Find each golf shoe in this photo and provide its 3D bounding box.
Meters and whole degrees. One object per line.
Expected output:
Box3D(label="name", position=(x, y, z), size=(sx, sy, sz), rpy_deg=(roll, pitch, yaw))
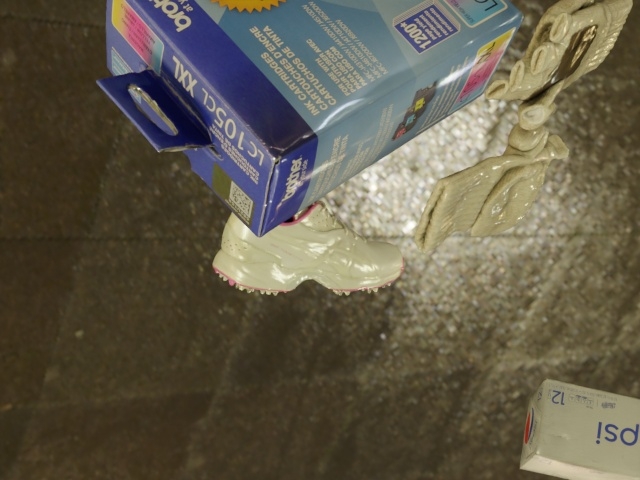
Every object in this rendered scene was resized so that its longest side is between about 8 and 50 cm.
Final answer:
Box3D(label="golf shoe", position=(0.000, 0.000, 1.595), size=(0.306, 0.115, 0.140), rpy_deg=(1, 106, -37))

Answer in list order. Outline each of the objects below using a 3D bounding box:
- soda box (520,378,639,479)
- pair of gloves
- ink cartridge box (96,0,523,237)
Box3D(label="soda box", position=(0.392, 0.252, 1.380), size=(0.286, 0.098, 0.091), rpy_deg=(12, 158, 1))
Box3D(label="pair of gloves", position=(0.182, -0.097, 0.980), size=(0.204, 0.042, 0.240), rpy_deg=(-18, 139, -55))
Box3D(label="ink cartridge box", position=(-0.034, -0.190, 1.166), size=(0.395, 0.270, 0.151), rpy_deg=(-34, 161, -25))
